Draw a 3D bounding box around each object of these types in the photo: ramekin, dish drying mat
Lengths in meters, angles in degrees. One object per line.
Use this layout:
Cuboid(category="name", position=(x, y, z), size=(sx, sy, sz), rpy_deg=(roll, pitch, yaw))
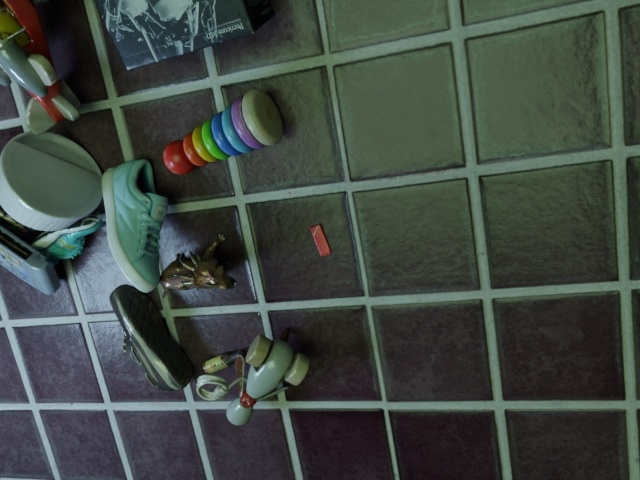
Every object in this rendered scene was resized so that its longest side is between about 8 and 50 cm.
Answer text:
Cuboid(category="ramekin", position=(-0.736, -0.149, 1.563), size=(0.127, 0.273, 0.273), rpy_deg=(-34, 95, 36))
Cuboid(category="dish drying mat", position=(0.000, 0.000, 1.516), size=(0.032, 0.008, 0.083), rpy_deg=(-17, 101, 20))

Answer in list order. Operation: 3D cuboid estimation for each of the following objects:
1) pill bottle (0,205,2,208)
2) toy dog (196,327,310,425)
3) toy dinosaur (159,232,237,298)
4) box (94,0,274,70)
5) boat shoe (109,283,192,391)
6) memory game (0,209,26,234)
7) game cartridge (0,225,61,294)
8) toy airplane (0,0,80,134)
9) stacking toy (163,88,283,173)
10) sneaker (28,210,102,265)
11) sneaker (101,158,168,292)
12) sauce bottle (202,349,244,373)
Cuboid(category="pill bottle", position=(-0.912, -0.158, 1.672), size=(0.219, 0.122, 0.123), rpy_deg=(-13, 103, 33))
Cuboid(category="toy dog", position=(-0.162, 0.362, 1.613), size=(0.333, 0.161, 0.220), rpy_deg=(-32, 110, 27))
Cuboid(category="toy dinosaur", position=(-0.351, 0.090, 1.546), size=(0.295, 0.200, 0.127), rpy_deg=(-20, 100, 22))
Cuboid(category="box", position=(-0.326, -0.593, 1.299), size=(0.342, 0.179, 0.313), rpy_deg=(-10, 121, 20))
Cuboid(category="boat shoe", position=(-0.522, 0.300, 1.701), size=(0.130, 0.132, 0.356), rpy_deg=(-27, 96, 22))
Cuboid(category="memory game", position=(-0.960, -0.067, 1.716), size=(0.186, 0.186, 0.012), rpy_deg=(16, 66, 12))
Cuboid(category="game cartridge", position=(-0.914, 0.042, 1.728), size=(0.297, 0.062, 0.198), rpy_deg=(32, 144, 7))
Cuboid(category="toy airplane", position=(-0.770, -0.446, 1.444), size=(0.385, 0.272, 0.386), rpy_deg=(57, 145, 10))
Cuboid(category="stacking toy", position=(-0.262, -0.256, 1.463), size=(0.330, 0.141, 0.141), rpy_deg=(-17, 101, 28))
Cuboid(category="sneaker", position=(-0.730, -0.007, 1.701), size=(0.275, 0.107, 0.110), rpy_deg=(-22, 117, 27))
Cuboid(category="sneaker", position=(-0.468, -0.052, 1.526), size=(0.150, 0.135, 0.366), rpy_deg=(-24, 77, 18))
Cuboid(category="sauce bottle", position=(-0.282, 0.351, 1.691), size=(0.128, 0.042, 0.042), rpy_deg=(-25, 98, 21))
